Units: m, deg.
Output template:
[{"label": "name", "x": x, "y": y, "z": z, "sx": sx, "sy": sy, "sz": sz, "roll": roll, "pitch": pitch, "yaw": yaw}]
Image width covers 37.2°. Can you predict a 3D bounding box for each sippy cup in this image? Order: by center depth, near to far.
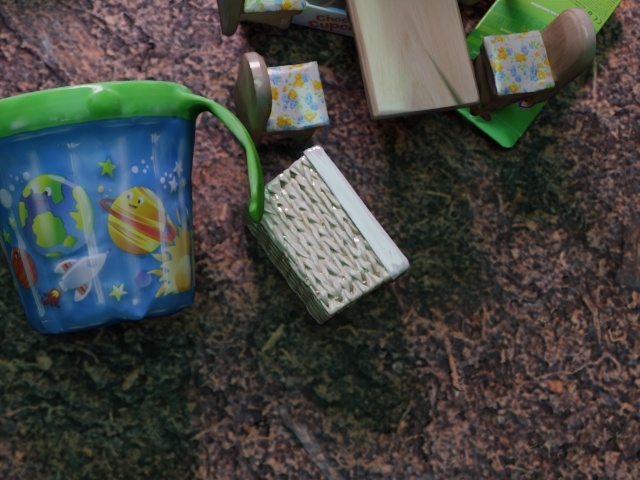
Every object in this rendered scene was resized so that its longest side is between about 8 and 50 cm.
[{"label": "sippy cup", "x": -0.225, "y": -0.026, "z": 0.956, "sx": 0.240, "sy": 0.306, "sz": 0.224, "roll": -11, "pitch": 91, "yaw": -50}]

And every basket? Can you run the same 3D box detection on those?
[{"label": "basket", "x": 0.000, "y": 0.000, "z": 1.032, "sx": 0.103, "sy": 0.113, "sz": 0.167, "roll": -36, "pitch": 85, "yaw": -12}]

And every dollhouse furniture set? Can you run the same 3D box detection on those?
[{"label": "dollhouse furniture set", "x": 0.076, "y": -0.329, "z": 0.977, "sx": 0.362, "sy": 0.256, "sz": 0.394, "roll": -10, "pitch": 81, "yaw": -12}]

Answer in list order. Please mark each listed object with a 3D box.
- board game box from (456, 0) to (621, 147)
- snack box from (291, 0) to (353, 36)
[{"label": "board game box", "x": 0.249, "y": -0.238, "z": 1.161, "sx": 0.124, "sy": 0.039, "sz": 0.259, "roll": 38, "pitch": 73, "yaw": 1}, {"label": "snack box", "x": 0.019, "y": -0.412, "z": 1.147, "sx": 0.187, "sy": 0.060, "sz": 0.321, "roll": 11, "pitch": 77, "yaw": -7}]
